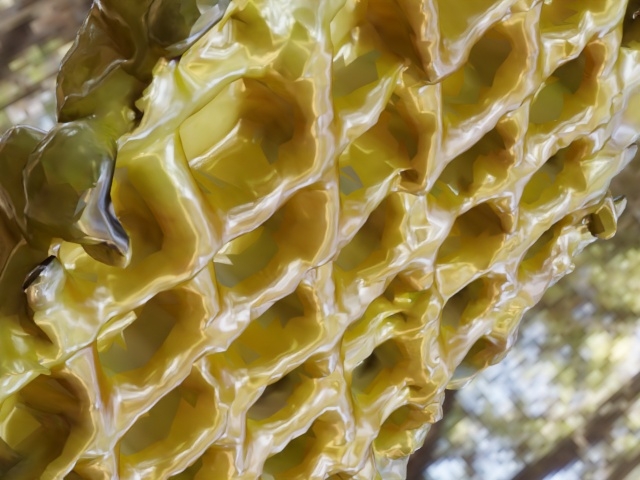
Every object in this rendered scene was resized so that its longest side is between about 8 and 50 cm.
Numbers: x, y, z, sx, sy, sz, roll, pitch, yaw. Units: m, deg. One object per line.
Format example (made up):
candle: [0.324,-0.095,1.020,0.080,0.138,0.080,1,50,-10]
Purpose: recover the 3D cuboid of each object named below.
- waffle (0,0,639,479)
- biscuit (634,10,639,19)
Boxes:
waffle: [0.004,-0.009,0.593,0.062,0.329,0.329,40,-40,27]
biscuit: [0.258,-0.131,1.131,0.184,0.248,0.035,106,-23,-77]
